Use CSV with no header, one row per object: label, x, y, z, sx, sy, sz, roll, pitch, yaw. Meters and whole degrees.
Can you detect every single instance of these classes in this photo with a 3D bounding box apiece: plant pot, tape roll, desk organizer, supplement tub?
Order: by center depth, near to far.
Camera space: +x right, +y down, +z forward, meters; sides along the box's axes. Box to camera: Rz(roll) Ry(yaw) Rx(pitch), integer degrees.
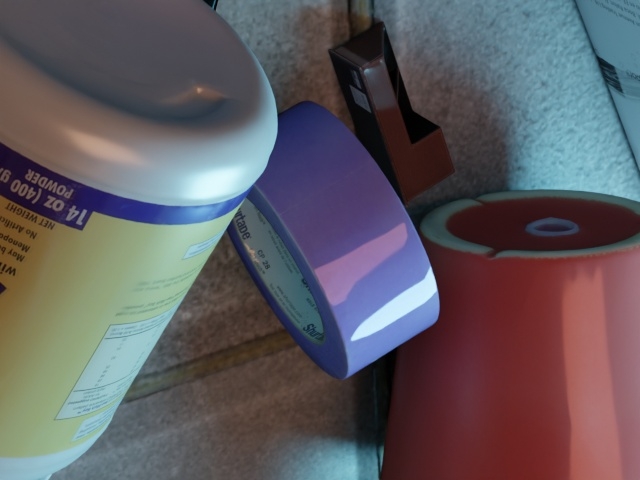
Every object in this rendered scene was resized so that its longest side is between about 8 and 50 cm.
supplement tub,-0.199,-0.002,1.067,0.241,0.241,0.331,12,124,-35
tape roll,0.000,0.000,1.251,0.080,0.189,0.189,-30,125,-14
desk organizer,0.056,-0.097,1.326,0.050,0.047,0.130,-32,126,-16
plant pot,0.178,0.099,1.377,0.275,0.275,0.243,-10,108,-27

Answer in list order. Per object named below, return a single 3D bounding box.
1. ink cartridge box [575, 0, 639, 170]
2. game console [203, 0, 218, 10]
ink cartridge box,0.345,-0.150,1.320,0.166,0.285,0.395,-36,127,-11
game console,-0.225,-0.187,1.115,0.361,0.044,0.213,4,111,-32
